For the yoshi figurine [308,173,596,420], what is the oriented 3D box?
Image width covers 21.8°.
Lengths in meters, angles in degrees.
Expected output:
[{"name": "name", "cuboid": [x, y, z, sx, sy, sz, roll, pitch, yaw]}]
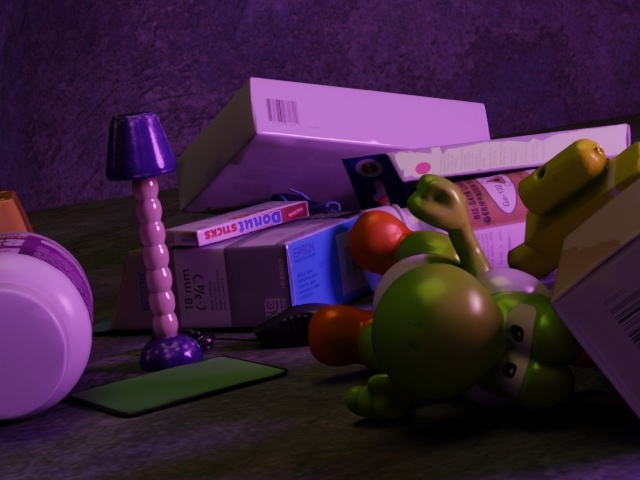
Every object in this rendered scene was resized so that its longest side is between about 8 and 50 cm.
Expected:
[{"name": "yoshi figurine", "cuboid": [0.088, 0.062, 1.470, 0.203, 0.203, 0.362, -27, 16, -17]}]

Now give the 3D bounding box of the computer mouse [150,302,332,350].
[{"name": "computer mouse", "cuboid": [-0.080, 0.096, 1.853, 0.242, 0.041, 0.071, -6, 9, 18]}]

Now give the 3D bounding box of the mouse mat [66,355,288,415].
[{"name": "mouse mat", "cuboid": [-0.146, 0.146, 1.689, 0.189, 0.007, 0.152, -11, 9, -30]}]

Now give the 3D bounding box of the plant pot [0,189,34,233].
[{"name": "plant pot", "cuboid": [-0.434, 0.044, 2.049, 0.212, 0.187, 0.212, -9, 9, -8]}]

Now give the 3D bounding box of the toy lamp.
[{"name": "toy lamp", "cuboid": [-0.181, -0.001, 1.789, 0.080, 0.275, 0.080, -9, 7, 1]}]

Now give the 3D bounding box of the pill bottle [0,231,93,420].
[{"name": "pill bottle", "cuboid": [-0.315, 0.087, 1.684, 0.169, 0.169, 0.301, -9, 8, -7]}]

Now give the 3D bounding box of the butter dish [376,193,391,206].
[{"name": "butter dish", "cuboid": [0.143, -0.047, 2.364, 0.160, 0.118, 0.160, -4, 8, 31]}]

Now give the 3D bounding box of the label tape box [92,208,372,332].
[{"name": "label tape box", "cuboid": [-0.122, 0.038, 2.073, 0.333, 0.106, 0.240, -3, 9, 29]}]

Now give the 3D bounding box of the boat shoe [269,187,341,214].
[{"name": "boat shoe", "cuboid": [0.000, 0.000, 2.329, 0.089, 0.109, 0.258, -4, 22, -22]}]

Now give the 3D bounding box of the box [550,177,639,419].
[{"name": "box", "cuboid": [0.286, 0.041, 1.389, 0.121, 0.148, 0.311, -39, -1, 14]}]

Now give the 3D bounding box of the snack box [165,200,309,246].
[{"name": "snack box", "cuboid": [-0.100, -0.022, 2.003, 0.178, 0.022, 0.064, -16, 12, -42]}]

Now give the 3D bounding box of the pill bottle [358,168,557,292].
[{"name": "pill bottle", "cuboid": [0.167, -0.006, 2.000, 0.229, 0.131, 0.131, -10, 8, -12]}]

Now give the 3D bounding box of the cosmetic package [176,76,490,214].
[{"name": "cosmetic package", "cuboid": [0.016, -0.119, 2.424, 0.377, 0.097, 0.284, 4, -25, -27]}]

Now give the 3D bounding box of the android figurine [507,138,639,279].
[{"name": "android figurine", "cuboid": [0.318, -0.014, 1.631, 0.248, 0.056, 0.273, 29, -43, -22]}]

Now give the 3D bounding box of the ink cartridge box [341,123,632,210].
[{"name": "ink cartridge box", "cuboid": [0.224, -0.053, 2.139, 0.371, 0.176, 0.069, -4, 50, 16]}]
